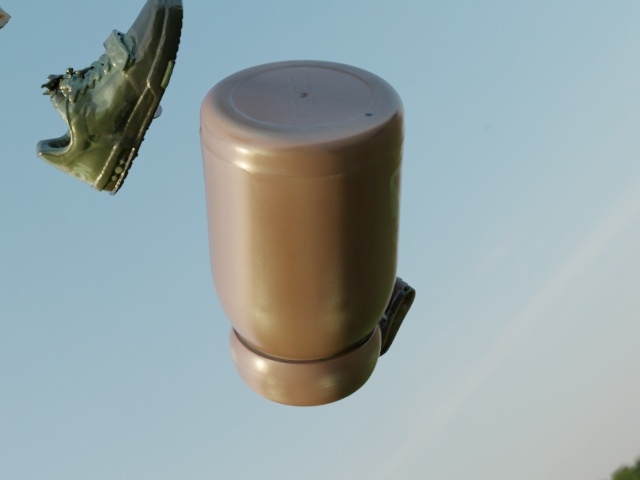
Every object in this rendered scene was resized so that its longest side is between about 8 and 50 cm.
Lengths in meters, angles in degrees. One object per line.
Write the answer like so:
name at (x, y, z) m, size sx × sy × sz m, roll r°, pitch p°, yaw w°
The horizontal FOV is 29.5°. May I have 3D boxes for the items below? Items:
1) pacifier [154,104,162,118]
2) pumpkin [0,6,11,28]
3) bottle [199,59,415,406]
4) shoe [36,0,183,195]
pacifier at (-0.278, -0.177, 1.749) m, size 0.099 × 0.081 × 0.078 m, roll 2°, pitch -54°, yaw -23°
pumpkin at (-0.311, -0.172, 0.827) m, size 0.108 × 0.119 × 0.183 m, roll -41°, pitch -30°, yaw 6°
bottle at (0.000, 0.000, 1.084) m, size 0.206 × 0.173 × 0.296 m, roll -24°, pitch -53°, yaw -33°
shoe at (-0.292, -0.208, 1.620) m, size 0.149 × 0.109 × 0.292 m, roll 16°, pitch -72°, yaw -20°
